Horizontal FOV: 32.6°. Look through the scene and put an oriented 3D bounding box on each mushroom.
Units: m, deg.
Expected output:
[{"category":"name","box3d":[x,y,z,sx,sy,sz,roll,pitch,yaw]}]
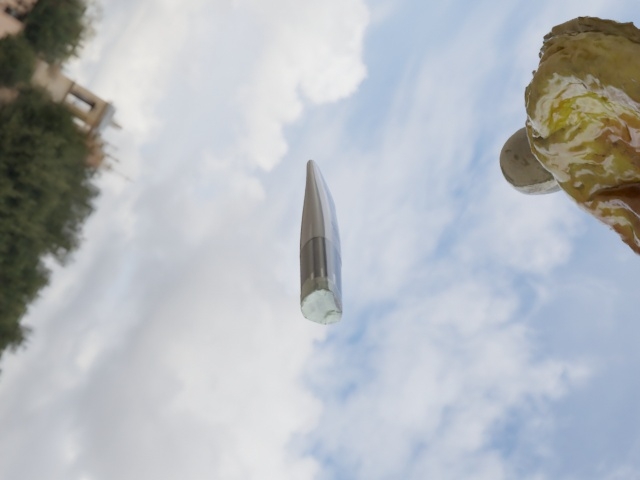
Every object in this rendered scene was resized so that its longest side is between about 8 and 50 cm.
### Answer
[{"category":"mushroom","box3d":[0.226,-0.075,1.115,0.085,0.079,0.085,-8,-130,10]}]

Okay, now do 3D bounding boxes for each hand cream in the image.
[{"category":"hand cream","box3d":[0.000,0.000,1.271,0.048,0.079,0.255,-13,-145,10]}]

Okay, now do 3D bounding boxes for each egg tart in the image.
[{"category":"egg tart","box3d":[0.236,-0.061,0.719,0.106,0.241,0.241,-44,-160,-11]}]
